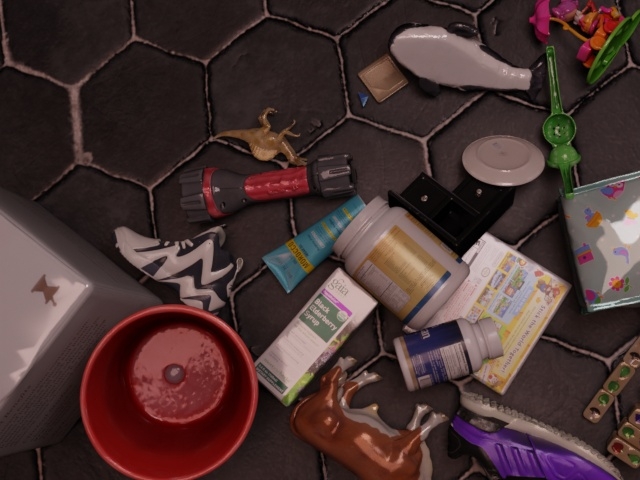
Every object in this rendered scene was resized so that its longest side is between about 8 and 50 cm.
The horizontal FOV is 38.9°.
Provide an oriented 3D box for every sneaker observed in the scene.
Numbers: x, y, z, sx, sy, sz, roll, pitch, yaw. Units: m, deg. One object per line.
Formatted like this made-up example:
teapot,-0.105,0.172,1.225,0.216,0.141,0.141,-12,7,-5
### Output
sneaker,-0.240,0.013,1.602,0.235,0.094,0.153,36,86,9
sneaker,0.344,0.372,1.501,0.293,0.102,0.146,24,90,13

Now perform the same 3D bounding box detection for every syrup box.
syrup box,-0.008,0.165,1.558,0.093,0.096,0.237,41,89,9

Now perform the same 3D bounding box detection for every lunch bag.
lunch bag,0.542,-0.006,1.496,0.262,0.160,0.224,-13,81,10

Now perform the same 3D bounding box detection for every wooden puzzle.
wooden puzzle,0.115,-0.295,1.648,0.116,0.014,0.079,-28,77,1

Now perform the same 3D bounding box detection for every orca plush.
orca plush,0.257,-0.339,1.597,0.287,0.151,0.102,3,46,-1

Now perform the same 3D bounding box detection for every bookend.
bookend,0.227,-0.073,1.566,0.157,0.072,0.156,-43,67,-14

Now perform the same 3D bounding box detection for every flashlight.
flashlight,-0.092,-0.098,1.591,0.304,0.103,0.103,-8,43,9

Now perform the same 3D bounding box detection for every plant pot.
plant pot,-0.239,0.233,1.480,0.274,0.243,0.275,0,90,-6

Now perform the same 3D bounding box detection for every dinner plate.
dinner plate,0.316,-0.144,1.563,0.141,0.017,0.141,-2,41,2

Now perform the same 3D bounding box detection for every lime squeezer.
lime squeezer,0.413,-0.175,1.532,0.058,0.110,0.310,2,60,1

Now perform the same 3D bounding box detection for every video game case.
video game case,0.288,0.117,1.571,0.206,0.026,0.227,33,86,9

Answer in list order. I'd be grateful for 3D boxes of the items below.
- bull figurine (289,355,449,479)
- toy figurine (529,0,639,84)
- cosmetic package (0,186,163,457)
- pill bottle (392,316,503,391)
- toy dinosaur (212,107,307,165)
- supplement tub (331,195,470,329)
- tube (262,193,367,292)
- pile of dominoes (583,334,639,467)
bull figurine,0.102,0.338,1.523,0.310,0.101,0.188,32,85,8
toy figurine,0.452,-0.382,1.587,0.159,0.130,0.173,36,65,18
cosmetic package,-0.517,0.122,1.463,0.327,0.394,0.329,37,87,9
pill bottle,0.213,0.184,1.507,0.169,0.094,0.094,-17,81,2
toy dinosaur,-0.104,-0.192,1.635,0.183,0.053,0.093,20,86,8
supplement tub,0.132,0.036,1.506,0.199,0.144,0.144,42,88,7
tube,0.000,0.000,1.606,0.207,0.052,0.080,-38,72,5
pile of dominoes,0.572,0.261,1.480,0.196,0.040,0.251,33,105,8
